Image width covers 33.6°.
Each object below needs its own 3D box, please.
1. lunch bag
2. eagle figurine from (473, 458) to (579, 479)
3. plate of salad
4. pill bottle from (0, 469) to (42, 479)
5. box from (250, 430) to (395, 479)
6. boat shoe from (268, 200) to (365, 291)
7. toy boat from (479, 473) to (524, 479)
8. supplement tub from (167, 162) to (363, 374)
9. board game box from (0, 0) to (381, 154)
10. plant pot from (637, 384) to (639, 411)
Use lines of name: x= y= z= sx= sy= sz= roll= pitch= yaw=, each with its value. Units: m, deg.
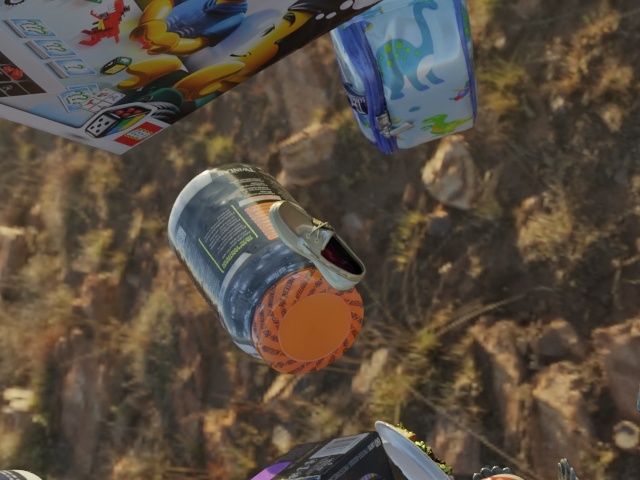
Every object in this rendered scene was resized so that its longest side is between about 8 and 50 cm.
lunch bag: x=0.041 y=-0.176 z=0.727 sx=0.090 sy=0.176 sz=0.219 roll=-17 pitch=77 yaw=5
eagle figurine: x=0.413 y=0.541 z=1.889 sx=0.226 sy=0.298 sz=0.225 roll=-40 pitch=27 yaw=0
plate of salad: x=0.159 y=0.332 z=1.560 sx=0.048 sy=0.200 sz=0.200 roll=-43 pitch=31 yaw=-16
pill bottle: x=-0.233 y=0.202 z=0.709 sx=0.094 sy=0.169 sz=0.094 roll=-8 pitch=78 yaw=41
box: x=0.028 y=0.414 z=1.411 sx=0.143 sy=0.165 sz=0.270 roll=-17 pitch=94 yaw=34
boat shoe: x=0.000 y=0.000 z=1.224 sx=0.045 sy=0.135 sz=0.050 roll=-32 pitch=20 yaw=51
toy boat: x=0.281 y=0.481 z=1.606 sx=0.151 sy=0.151 sz=0.231 roll=-26 pitch=98 yaw=25
supplement tub: x=-0.084 y=0.040 z=1.596 sx=0.338 sy=0.207 sz=0.207 roll=49 pitch=119 yaw=49
board game box: x=-0.073 y=-0.118 z=0.376 sx=0.193 sy=0.305 sz=0.053 roll=-29 pitch=79 yaw=13
plant pot: x=0.525 y=0.142 z=1.233 sx=0.234 sy=0.165 sz=0.165 roll=5 pitch=87 yaw=54
